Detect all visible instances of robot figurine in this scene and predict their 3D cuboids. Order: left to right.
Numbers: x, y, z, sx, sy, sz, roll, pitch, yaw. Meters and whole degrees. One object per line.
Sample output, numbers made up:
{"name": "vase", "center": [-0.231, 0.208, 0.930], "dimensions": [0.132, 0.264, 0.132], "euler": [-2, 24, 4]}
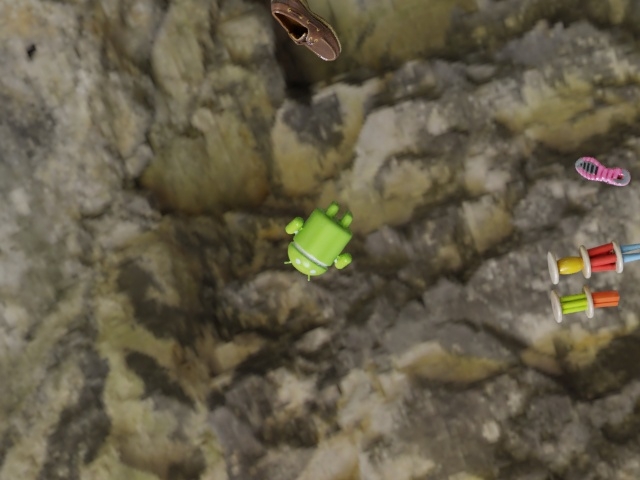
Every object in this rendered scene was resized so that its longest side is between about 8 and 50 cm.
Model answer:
{"name": "robot figurine", "center": [0.000, 0.000, 1.678], "dimensions": [0.115, 0.101, 0.067], "euler": [-53, -172, 9]}

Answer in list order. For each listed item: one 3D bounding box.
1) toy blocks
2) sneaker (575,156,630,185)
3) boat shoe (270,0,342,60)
{"name": "toy blocks", "center": [0.432, 0.061, 1.827], "dimensions": [0.148, 0.123, 0.054], "euler": [-10, -155, 2]}
{"name": "sneaker", "center": [0.602, -0.143, 2.523], "dimensions": [0.119, 0.047, 0.057], "euler": [22, -179, 15]}
{"name": "boat shoe", "center": [-0.029, -0.363, 2.035], "dimensions": [0.064, 0.178, 0.060], "euler": [-6, -124, 37]}
